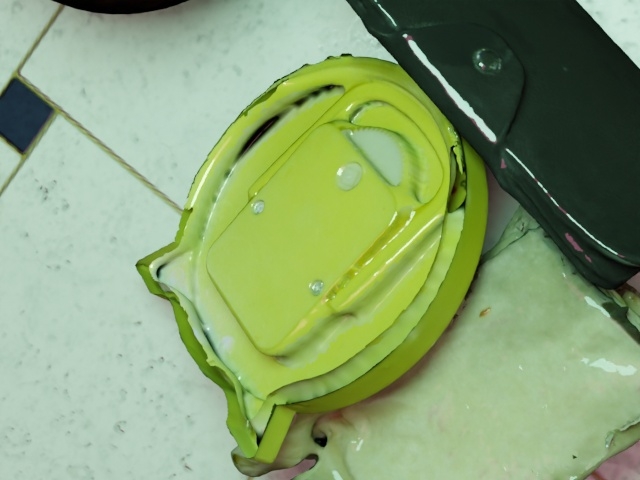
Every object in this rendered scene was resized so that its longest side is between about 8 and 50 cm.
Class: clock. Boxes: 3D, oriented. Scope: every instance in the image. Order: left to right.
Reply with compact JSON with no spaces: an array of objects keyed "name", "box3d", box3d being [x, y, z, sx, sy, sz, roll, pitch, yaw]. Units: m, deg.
[{"name":"clock","box3d":[0.004,0.000,1.045,0.293,0.071,0.277,-43,49,17]}]

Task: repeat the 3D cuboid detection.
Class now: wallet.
[{"name":"wallet","box3d":[0.140,-0.138,0.999,0.377,0.197,0.051,50,136,9]}]

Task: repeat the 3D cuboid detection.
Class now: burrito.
[{"name":"burrito","box3d":[0.104,0.133,1.037,0.332,0.135,0.190,-41,79,16]}]

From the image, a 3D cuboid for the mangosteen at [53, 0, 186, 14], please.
[{"name":"mangosteen","box3d":[-0.149,-0.329,1.004,0.330,0.330,0.330,1,92,14]}]
